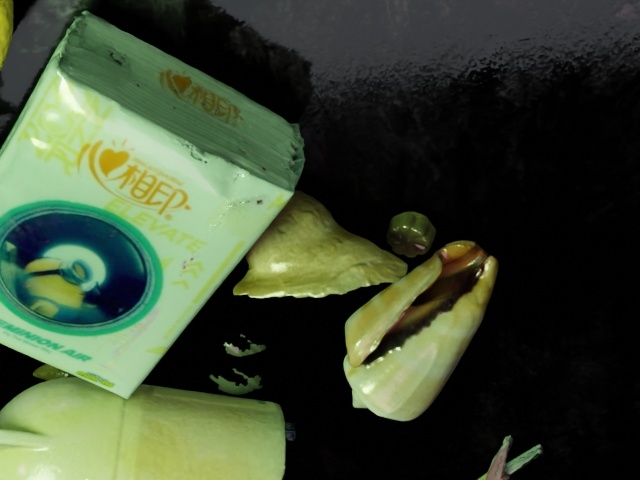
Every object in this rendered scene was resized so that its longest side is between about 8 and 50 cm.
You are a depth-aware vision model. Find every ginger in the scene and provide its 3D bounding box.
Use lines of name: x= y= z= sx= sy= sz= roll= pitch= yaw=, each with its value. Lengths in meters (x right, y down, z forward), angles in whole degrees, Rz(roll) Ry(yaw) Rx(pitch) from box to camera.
ginger: x=0.004 y=0.002 z=1.346 sx=0.193 sy=0.115 sz=0.122 roll=-1 pitch=89 yaw=11

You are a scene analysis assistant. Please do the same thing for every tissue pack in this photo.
tissue pack: x=-0.238 y=-0.024 z=1.320 sx=0.287 sy=0.162 sz=0.388 roll=27 pitch=126 yaw=-20

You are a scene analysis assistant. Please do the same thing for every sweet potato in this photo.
sweet potato: x=-0.303 y=0.177 z=1.560 sx=0.153 sy=0.038 sz=0.041 roll=-5 pitch=150 yaw=6

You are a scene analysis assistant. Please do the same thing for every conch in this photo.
conch: x=0.113 y=0.103 z=1.439 sx=0.158 sy=0.127 sz=0.255 roll=37 pitch=97 yaw=-22

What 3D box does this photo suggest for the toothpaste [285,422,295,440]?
toothpaste: x=-0.076 y=0.260 z=1.620 sx=0.083 sy=0.017 sz=0.020 roll=3 pitch=129 yaw=1

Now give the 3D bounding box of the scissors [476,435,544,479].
scissors: x=0.242 y=0.337 z=1.653 sx=0.134 sy=0.020 sz=0.187 roll=18 pitch=129 yaw=-14

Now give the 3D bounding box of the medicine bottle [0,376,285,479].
medicine bottle: x=-0.262 y=0.293 z=1.476 sx=0.406 sy=0.235 sz=0.235 roll=10 pitch=128 yaw=-10

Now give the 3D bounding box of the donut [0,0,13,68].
donut: x=-0.393 y=-0.195 z=1.192 sx=0.259 sy=0.101 sz=0.152 roll=-46 pitch=128 yaw=-5

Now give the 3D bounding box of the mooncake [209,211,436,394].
mooncake: x=0.000 y=0.075 z=1.452 sx=0.150 sy=0.057 sz=0.346 roll=30 pitch=119 yaw=-3
